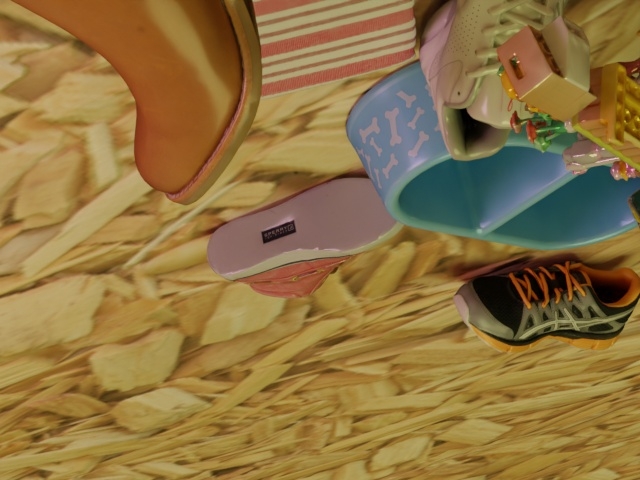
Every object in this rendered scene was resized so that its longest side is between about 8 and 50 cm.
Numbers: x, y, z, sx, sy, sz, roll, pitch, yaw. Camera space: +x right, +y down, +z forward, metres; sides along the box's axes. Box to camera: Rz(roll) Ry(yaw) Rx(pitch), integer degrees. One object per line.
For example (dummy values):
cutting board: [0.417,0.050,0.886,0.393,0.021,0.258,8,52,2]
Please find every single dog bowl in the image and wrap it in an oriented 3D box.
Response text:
dog bowl: [0.159,-0.061,1.135,0.297,0.074,0.166,9,148,-39]

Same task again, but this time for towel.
towel: [-0.011,-0.151,0.925,0.144,0.029,0.197,-12,158,0]

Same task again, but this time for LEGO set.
LEGO set: [0.173,-0.087,0.896,0.107,0.132,0.287,-9,-166,40]

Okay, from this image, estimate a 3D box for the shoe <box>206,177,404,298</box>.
shoe: [0.000,0.000,1.212,0.178,0.063,0.081,-16,157,21]

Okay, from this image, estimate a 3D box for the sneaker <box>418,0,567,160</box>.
sneaker: [0.121,-0.131,0.904,0.090,0.115,0.232,1,149,-5]

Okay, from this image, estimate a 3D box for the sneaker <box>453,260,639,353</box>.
sneaker: [0.222,0.055,1.422,0.214,0.084,0.083,1,139,-34]

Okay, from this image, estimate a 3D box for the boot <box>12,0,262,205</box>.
boot: [-0.134,-0.136,0.759,0.220,0.109,0.283,2,140,-16]

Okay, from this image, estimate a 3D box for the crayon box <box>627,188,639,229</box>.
crayon box: [0.442,-0.024,1.223,0.313,0.106,0.363,-33,152,8]
